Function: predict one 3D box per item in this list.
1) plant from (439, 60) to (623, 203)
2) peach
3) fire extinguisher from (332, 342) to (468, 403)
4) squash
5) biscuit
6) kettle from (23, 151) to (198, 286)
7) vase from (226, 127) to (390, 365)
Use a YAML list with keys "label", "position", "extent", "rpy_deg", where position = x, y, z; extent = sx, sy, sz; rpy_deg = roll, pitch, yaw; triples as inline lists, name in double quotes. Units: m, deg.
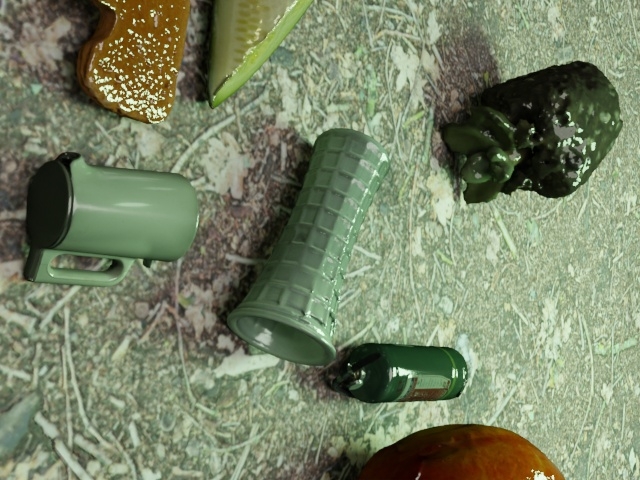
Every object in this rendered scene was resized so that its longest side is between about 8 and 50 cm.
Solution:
- label: "plant"
  position: [0.372, -0.181, 1.364]
  extent: [0.312, 0.213, 0.215]
  rpy_deg: [-28, 113, -35]
- label: "peach"
  position: [0.197, 0.433, 1.107]
  extent: [0.290, 0.373, 0.372]
  rpy_deg: [-85, 152, -59]
- label: "fire extinguisher"
  position: [0.110, 0.203, 1.155]
  extent: [0.294, 0.118, 0.093]
  rpy_deg: [11, 47, -48]
- label: "squash"
  position: [-0.050, -0.270, 0.960]
  extent: [0.170, 0.093, 0.252]
  rpy_deg: [5, 84, -4]
- label: "biscuit"
  position: [-0.212, -0.230, 0.802]
  extent: [0.186, 0.036, 0.192]
  rpy_deg: [9, 91, -62]
- label: "kettle"
  position: [-0.221, -0.022, 0.792]
  extent: [0.148, 0.127, 0.098]
  rpy_deg: [4, 55, -46]
- label: "vase"
  position: [0.000, 0.000, 1.001]
  extent: [0.143, 0.143, 0.298]
  rpy_deg: [45, 56, -39]
